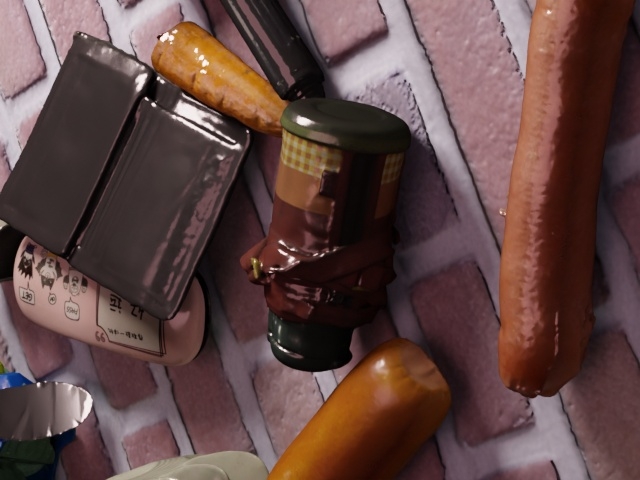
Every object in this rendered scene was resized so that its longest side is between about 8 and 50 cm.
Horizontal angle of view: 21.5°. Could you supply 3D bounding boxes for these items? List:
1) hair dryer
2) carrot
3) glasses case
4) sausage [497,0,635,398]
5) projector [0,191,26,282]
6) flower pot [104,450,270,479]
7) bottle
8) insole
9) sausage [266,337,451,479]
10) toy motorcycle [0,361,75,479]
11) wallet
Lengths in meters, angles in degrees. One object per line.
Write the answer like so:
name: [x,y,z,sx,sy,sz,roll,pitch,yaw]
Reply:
hair dryer: [-0.093,-0.248,1.775,0.189,0.107,0.352,-39,77,40]
carrot: [-0.087,-0.161,1.805,0.205,0.072,0.072,35,118,23]
glasses case: [-0.247,0.062,1.961,0.314,0.075,0.122,14,106,39]
sausage: [0.219,-0.061,1.530,0.094,0.094,0.419,22,111,53]
projector: [-0.398,-0.004,2.077,0.082,0.083,0.083,32,116,33]
flower pot: [-0.230,0.349,1.876,0.367,0.254,0.165,-25,80,42]
bottle: [0.000,0.000,1.691,0.156,0.143,0.271,16,108,20]
insole: [-0.383,0.206,2.038,0.232,0.003,0.080,-2,57,17]
sausage: [0.033,0.211,1.726,0.105,0.105,0.274,53,125,22]
toy motorcycle: [-0.402,0.293,2.082,0.200,0.191,0.326,-2,77,30]
wallet: [-0.224,-0.079,1.904,0.323,0.041,0.247,28,93,34]
